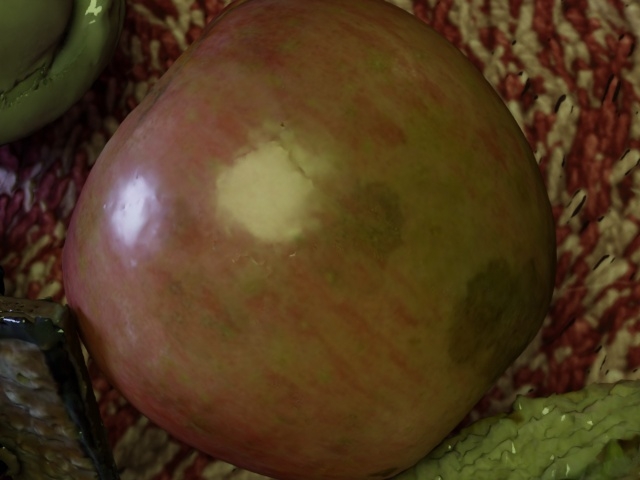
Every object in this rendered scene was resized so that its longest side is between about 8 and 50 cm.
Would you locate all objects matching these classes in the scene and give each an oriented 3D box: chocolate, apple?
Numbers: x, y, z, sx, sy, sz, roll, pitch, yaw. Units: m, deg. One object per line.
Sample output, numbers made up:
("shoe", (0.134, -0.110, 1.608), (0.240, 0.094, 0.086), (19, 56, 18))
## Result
("chocolate", (-0.192, 0.159, 1.123), (0.102, 0.329, 0.065), (5, 43, 18))
("apple", (0.000, 0.000, 1.102), (0.363, 0.364, 0.364), (-3, 73, 8))

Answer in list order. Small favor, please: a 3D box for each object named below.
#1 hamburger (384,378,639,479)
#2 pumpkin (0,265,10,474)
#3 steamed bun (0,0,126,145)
("hamburger", (0.134, 0.308, 1.040), (0.445, 0.268, 0.287), (-31, 114, -13))
("pumpkin", (-0.410, 0.110, 1.183), (0.363, 0.266, 0.363), (-1, 73, 5))
("steamed bun", (-0.349, -0.179, 1.242), (0.352, 0.339, 0.247), (26, 109, 20))
